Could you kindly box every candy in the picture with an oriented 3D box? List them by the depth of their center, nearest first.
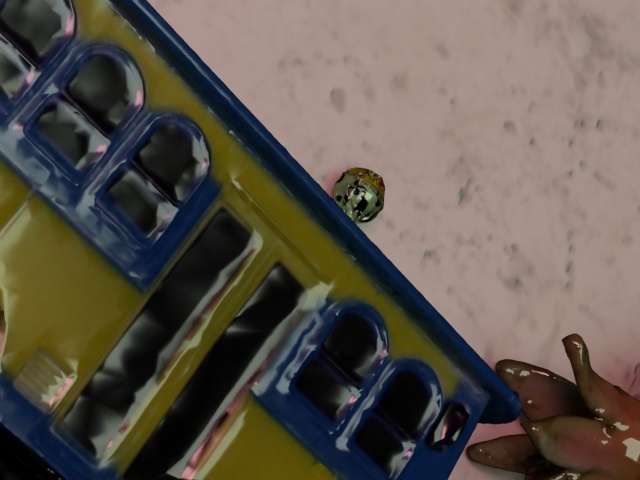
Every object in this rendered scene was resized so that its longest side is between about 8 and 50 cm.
[{"bbox_3d":[0.000,0.000,0.747,0.023,0.025,0.083,36,72,16],"label":"candy"}]

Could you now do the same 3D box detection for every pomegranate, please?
[{"bbox_3d":[0.185,0.124,0.794,0.224,0.181,0.181,29,71,-11],"label":"pomegranate"}]

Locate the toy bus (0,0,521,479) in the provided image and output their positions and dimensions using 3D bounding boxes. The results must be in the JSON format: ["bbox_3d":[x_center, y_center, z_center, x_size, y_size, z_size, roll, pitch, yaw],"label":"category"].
[{"bbox_3d":[-0.078,0.033,0.616,0.288,0.138,0.175,46,65,-25],"label":"toy bus"}]
